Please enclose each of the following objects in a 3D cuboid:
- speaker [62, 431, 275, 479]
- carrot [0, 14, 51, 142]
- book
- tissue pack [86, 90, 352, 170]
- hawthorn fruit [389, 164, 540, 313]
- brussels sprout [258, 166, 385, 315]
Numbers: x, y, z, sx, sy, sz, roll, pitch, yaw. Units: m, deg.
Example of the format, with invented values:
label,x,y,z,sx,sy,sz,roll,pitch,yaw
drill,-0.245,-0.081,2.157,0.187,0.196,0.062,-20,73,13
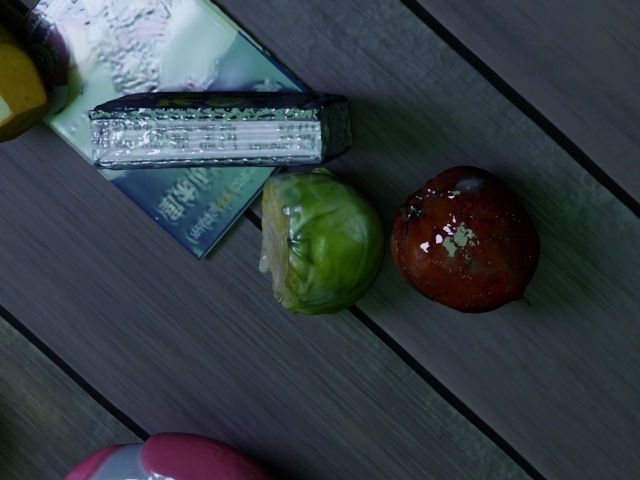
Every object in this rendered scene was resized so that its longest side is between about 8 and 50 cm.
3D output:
label,x,y,z,sx,sy,sz,roll,pitch,yaw
speaker,-0.169,0.351,1.525,0.294,0.294,0.294,2,102,11
carrot,-0.406,-0.238,1.518,0.114,0.114,0.302,-40,85,16
book,-0.178,-0.164,1.546,0.322,0.018,0.228,42,107,1
tissue pack,-0.096,-0.112,1.442,0.236,0.173,0.073,0,100,9
hawthorn fruit,0.156,0.008,1.457,0.172,0.148,0.148,38,107,-15
brussels sprout,0.005,-0.001,1.492,0.122,0.151,0.149,-2,75,-17
